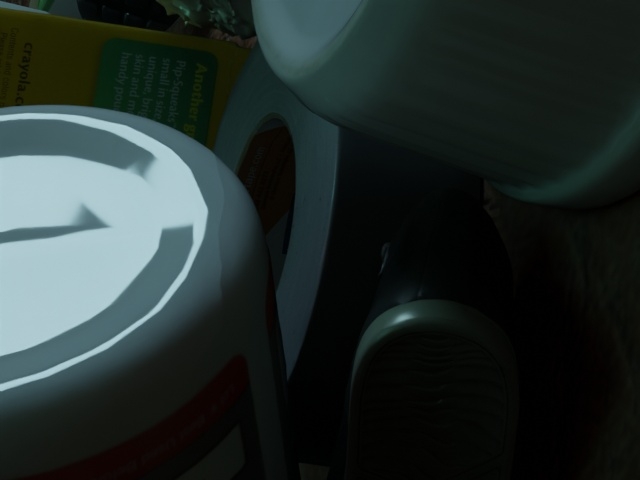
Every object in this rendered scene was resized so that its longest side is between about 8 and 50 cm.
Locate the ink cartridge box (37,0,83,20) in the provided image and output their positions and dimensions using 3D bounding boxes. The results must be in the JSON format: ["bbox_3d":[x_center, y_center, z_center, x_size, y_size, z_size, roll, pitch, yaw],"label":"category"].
[{"bbox_3d":[-0.163,-0.296,1.452,0.154,0.093,0.212,142,136,-64],"label":"ink cartridge box"}]

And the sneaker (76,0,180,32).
[{"bbox_3d":[-0.110,-0.279,1.323,0.124,0.107,0.283,-147,71,-85],"label":"sneaker"}]

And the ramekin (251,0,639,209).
[{"bbox_3d":[0.066,-0.152,0.680,0.273,0.127,0.273,-170,90,-70],"label":"ramekin"}]

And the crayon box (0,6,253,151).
[{"bbox_3d":[-0.169,-0.027,1.049,0.083,0.323,0.203,97,-179,-85],"label":"crayon box"}]

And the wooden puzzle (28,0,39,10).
[{"bbox_3d":[-0.248,-0.065,1.618,0.348,0.080,0.322,-105,31,-60],"label":"wooden puzzle"}]

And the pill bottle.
[{"bbox_3d":[-0.108,0.143,0.766,0.210,0.210,0.363,-107,9,-53],"label":"pill bottle"}]

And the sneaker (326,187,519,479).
[{"bbox_3d":[0.044,0.096,0.731,0.118,0.083,0.222,-72,-6,-59],"label":"sneaker"}]

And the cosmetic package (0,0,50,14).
[{"bbox_3d":[-0.311,-0.003,1.299,0.365,0.155,0.197,125,152,-52],"label":"cosmetic package"}]

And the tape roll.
[{"bbox_3d":[0.000,0.000,0.878,0.219,0.072,0.219,-171,90,-70],"label":"tape roll"}]

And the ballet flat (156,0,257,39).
[{"bbox_3d":[-0.081,-0.268,0.935,0.147,0.147,0.409,-104,-11,-49],"label":"ballet flat"}]
